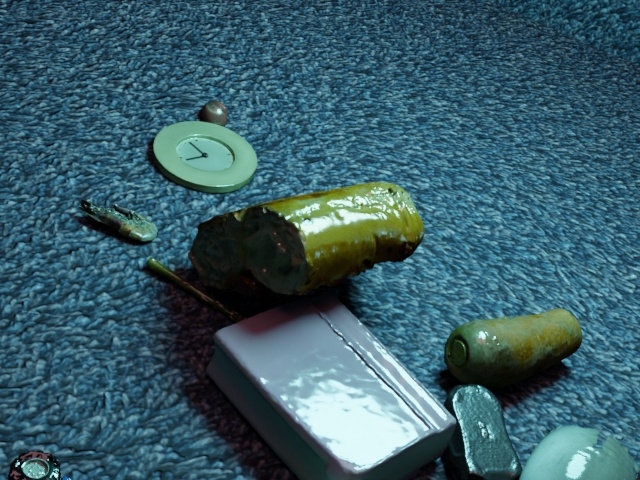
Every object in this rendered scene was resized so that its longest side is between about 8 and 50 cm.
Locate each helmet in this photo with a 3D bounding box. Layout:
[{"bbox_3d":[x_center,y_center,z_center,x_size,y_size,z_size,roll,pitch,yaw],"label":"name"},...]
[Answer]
[{"bbox_3d":[-0.248,-0.305,2.450,0.065,0.049,0.084,-1,41,-23],"label":"helmet"}]

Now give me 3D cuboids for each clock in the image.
[{"bbox_3d":[-0.256,-0.184,2.315,0.235,0.029,0.235,11,39,-9],"label":"clock"}]

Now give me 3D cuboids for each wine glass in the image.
[{"bbox_3d":[0.378,0.448,1.650,0.190,0.190,0.357,31,38,16],"label":"wine glass"}]

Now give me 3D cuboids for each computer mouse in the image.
[{"bbox_3d":[0.272,0.351,1.820,0.122,0.073,0.217,4,46,-15],"label":"computer mouse"}]

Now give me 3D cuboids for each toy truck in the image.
[{"bbox_3d":[-0.430,0.395,1.428,0.126,0.113,0.208,38,41,21],"label":"toy truck"}]

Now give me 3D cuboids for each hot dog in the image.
[{"bbox_3d":[0.000,0.000,1.966,0.365,0.196,0.367,-17,5,-35],"label":"hot dog"}]

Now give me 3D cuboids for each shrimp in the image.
[{"bbox_3d":[-0.398,-0.041,2.071,0.161,0.034,0.091,25,25,-3],"label":"shrimp"}]

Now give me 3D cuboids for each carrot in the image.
[{"bbox_3d":[0.372,0.205,2.002,0.302,0.138,0.138,-9,45,-32],"label":"carrot"}]

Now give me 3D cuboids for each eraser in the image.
[{"bbox_3d":[0.017,0.264,1.782,0.272,0.122,0.359,-17,49,-39],"label":"eraser"}]

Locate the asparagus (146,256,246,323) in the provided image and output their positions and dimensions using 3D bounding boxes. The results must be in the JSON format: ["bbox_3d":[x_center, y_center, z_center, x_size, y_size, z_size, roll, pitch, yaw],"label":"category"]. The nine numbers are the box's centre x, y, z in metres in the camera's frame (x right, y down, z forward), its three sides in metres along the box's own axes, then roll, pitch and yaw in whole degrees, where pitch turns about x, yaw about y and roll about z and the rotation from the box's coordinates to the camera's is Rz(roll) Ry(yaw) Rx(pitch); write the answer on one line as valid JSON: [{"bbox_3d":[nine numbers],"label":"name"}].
[{"bbox_3d":[-0.226,0.101,1.964,0.249,0.024,0.025,32,45,14],"label":"asparagus"}]
